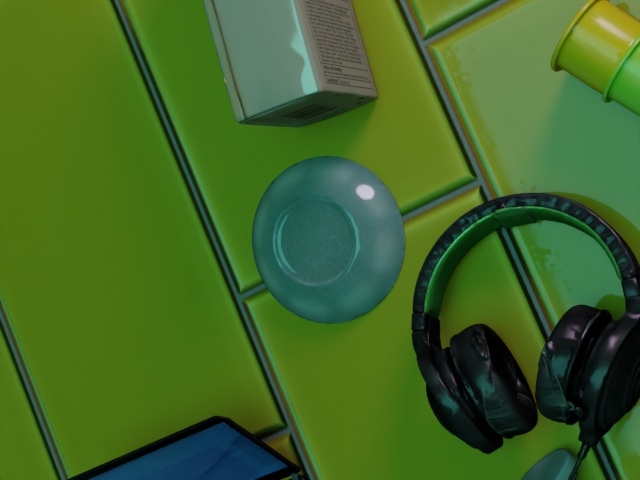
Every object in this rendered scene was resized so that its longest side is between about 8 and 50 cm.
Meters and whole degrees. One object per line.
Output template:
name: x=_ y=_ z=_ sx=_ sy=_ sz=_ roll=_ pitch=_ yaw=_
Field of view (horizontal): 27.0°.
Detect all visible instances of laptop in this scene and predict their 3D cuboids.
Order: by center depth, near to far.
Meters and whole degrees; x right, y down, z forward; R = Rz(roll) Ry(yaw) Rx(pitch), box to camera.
laptop: x=-0.126 y=0.351 z=1.541 sx=0.234 sy=0.136 sz=0.264 roll=-25 pitch=82 yaw=24

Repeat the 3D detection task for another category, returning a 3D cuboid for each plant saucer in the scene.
plant saucer: x=0.000 y=0.000 z=1.521 sx=0.195 sy=0.037 sz=0.194 roll=1 pitch=92 yaw=24

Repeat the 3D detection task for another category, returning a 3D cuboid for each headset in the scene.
headset: x=0.211 y=0.140 z=1.342 sx=0.243 sy=0.185 sz=0.394 roll=-12 pitch=74 yaw=22

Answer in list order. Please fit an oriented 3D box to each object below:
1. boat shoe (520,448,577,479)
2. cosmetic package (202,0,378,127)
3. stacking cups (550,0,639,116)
boat shoe: x=0.236 y=0.315 z=1.419 sx=0.083 sy=0.065 sz=0.183 roll=33 pitch=89 yaw=-14
cosmetic package: x=-0.052 y=-0.288 z=1.466 sx=0.113 sy=0.160 sz=0.309 roll=-18 pitch=84 yaw=25
stacking cups: x=0.377 y=-0.120 z=1.309 sx=0.316 sy=0.096 sz=0.096 roll=39 pitch=107 yaw=18
